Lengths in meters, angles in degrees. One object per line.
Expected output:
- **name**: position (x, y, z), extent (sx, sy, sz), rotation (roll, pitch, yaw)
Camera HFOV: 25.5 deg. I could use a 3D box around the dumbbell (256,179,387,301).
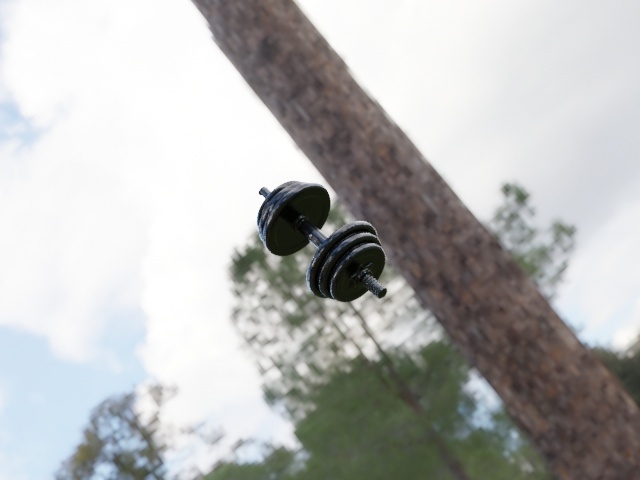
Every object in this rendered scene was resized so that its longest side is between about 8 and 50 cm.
- **dumbbell**: position (0.000, 0.000, 1.574), extent (0.099, 0.208, 0.099), rotation (-31, -36, -26)
